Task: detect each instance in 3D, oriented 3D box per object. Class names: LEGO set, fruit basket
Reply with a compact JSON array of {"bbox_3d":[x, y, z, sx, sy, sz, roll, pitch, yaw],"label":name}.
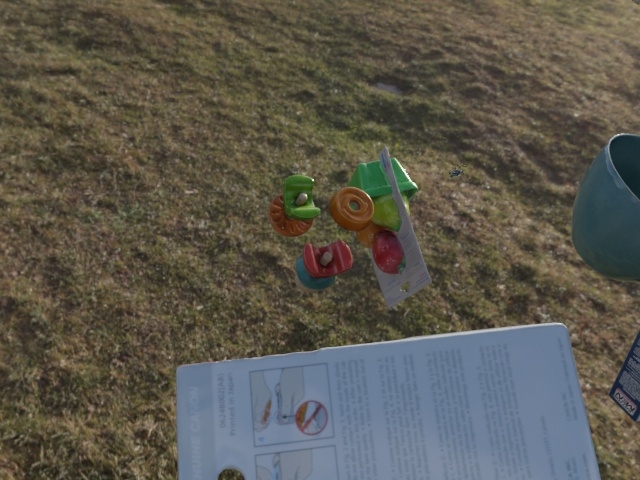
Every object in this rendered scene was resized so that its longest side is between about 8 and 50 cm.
[{"bbox_3d":[0.462,-0.237,1.601,0.054,0.023,0.083,-4,44,21],"label":"LEGO set"},{"bbox_3d":[0.184,-0.021,1.249,0.165,0.327,0.353,-18,75,-16],"label":"fruit basket"}]

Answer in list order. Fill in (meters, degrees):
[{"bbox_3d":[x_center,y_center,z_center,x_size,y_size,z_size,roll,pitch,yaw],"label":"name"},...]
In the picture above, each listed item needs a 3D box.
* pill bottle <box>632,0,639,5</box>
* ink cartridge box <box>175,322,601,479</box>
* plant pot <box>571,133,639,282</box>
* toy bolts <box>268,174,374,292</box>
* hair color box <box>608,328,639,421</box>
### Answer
[{"bbox_3d":[0.543,-0.416,0.617,0.204,0.204,0.361,-22,36,-39],"label":"pill bottle"},{"bbox_3d":[0.070,0.252,0.450,0.384,0.091,0.309,-5,77,-5],"label":"ink cartridge box"},{"bbox_3d":[0.605,-0.033,0.904,0.290,0.195,0.290,12,50,-14],"label":"plant pot"},{"bbox_3d":[0.000,0.000,1.026,0.218,0.158,0.229,1,65,-22],"label":"toy bolts"},{"bbox_3d":[0.926,0.315,1.260,0.173,0.348,0.105,-9,34,-13],"label":"hair color box"}]
